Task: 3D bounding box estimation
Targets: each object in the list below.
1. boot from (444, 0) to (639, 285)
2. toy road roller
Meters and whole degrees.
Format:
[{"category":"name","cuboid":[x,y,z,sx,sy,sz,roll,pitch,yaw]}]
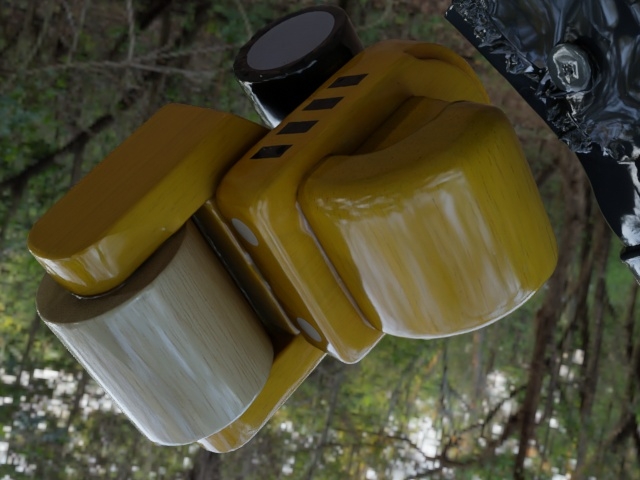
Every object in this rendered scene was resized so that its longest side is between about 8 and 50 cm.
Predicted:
[{"category":"boot","cuboid":[0.168,-0.094,0.428,0.094,0.207,0.246,-35,179,-24]},{"category":"toy road roller","cuboid":[0.000,0.000,0.640,0.241,0.329,0.202,20,149,49]}]
